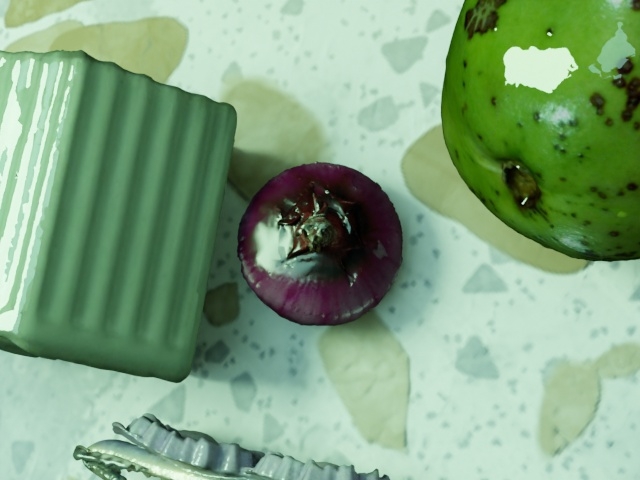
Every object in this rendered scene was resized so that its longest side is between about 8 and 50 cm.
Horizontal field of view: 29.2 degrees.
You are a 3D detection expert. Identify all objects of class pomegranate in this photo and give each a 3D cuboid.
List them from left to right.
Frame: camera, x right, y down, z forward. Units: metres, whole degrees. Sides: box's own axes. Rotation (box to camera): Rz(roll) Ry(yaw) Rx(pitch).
[{"bbox_3d":[0.190,-0.106,0.742,0.214,0.214,0.248,36,57,25],"label":"pomegranate"}]

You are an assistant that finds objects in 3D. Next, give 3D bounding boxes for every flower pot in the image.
[{"bbox_3d":[-0.177,-0.012,0.845,0.239,0.209,0.190,8,82,24],"label":"flower pot"}]

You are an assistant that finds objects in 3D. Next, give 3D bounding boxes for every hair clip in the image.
[{"bbox_3d":[-0.040,0.169,0.808,0.292,0.106,0.085,14,78,27],"label":"hair clip"}]

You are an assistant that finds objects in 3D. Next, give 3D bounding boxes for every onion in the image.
[{"bbox_3d":[0.000,0.000,0.830,0.115,0.104,0.115,-1,78,4],"label":"onion"}]
